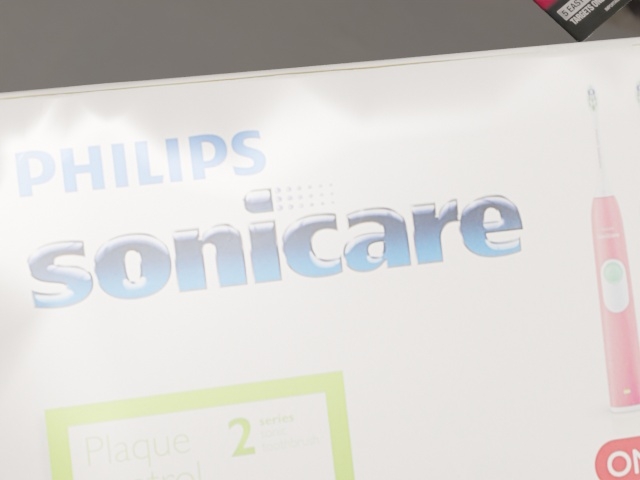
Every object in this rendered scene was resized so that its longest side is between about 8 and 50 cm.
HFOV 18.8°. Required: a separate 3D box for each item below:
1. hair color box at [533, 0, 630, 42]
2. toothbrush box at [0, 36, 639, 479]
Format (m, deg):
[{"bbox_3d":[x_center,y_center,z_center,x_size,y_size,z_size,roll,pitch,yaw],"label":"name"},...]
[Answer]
[{"bbox_3d":[0.173,-0.376,1.748,0.185,0.374,0.113,-40,16,36],"label":"hair color box"},{"bbox_3d":[-0.019,0.021,0.565,0.206,0.122,0.283,-6,-2,-18],"label":"toothbrush box"}]
